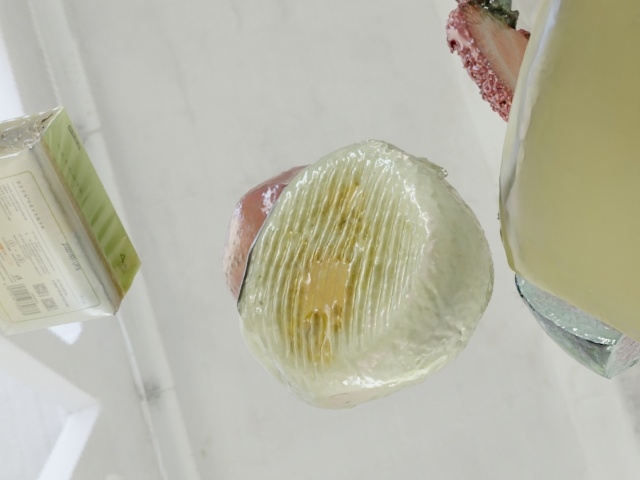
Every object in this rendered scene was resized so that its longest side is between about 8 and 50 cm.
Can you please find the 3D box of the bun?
[{"bbox_3d":[0.045,0.032,0.818,0.153,0.243,0.244,33,-130,-53],"label":"bun"}]

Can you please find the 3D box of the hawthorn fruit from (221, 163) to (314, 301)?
[{"bbox_3d":[0.000,0.000,1.432,0.287,0.330,0.287,9,-119,-17],"label":"hawthorn fruit"}]

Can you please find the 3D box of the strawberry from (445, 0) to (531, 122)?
[{"bbox_3d":[0.289,-0.304,1.535,0.188,0.106,0.286,13,-125,-30],"label":"strawberry"}]

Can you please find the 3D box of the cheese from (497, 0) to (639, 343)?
[{"bbox_3d":[0.201,-0.082,0.393,0.128,0.259,0.316,-12,-58,-41],"label":"cheese"}]

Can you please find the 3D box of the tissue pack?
[{"bbox_3d":[-0.332,-0.019,1.054,0.125,0.159,0.234,-81,-24,-55],"label":"tissue pack"}]

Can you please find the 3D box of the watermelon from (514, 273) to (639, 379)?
[{"bbox_3d":[0.334,0.088,0.975,0.207,0.202,0.136,25,-126,-36],"label":"watermelon"}]
